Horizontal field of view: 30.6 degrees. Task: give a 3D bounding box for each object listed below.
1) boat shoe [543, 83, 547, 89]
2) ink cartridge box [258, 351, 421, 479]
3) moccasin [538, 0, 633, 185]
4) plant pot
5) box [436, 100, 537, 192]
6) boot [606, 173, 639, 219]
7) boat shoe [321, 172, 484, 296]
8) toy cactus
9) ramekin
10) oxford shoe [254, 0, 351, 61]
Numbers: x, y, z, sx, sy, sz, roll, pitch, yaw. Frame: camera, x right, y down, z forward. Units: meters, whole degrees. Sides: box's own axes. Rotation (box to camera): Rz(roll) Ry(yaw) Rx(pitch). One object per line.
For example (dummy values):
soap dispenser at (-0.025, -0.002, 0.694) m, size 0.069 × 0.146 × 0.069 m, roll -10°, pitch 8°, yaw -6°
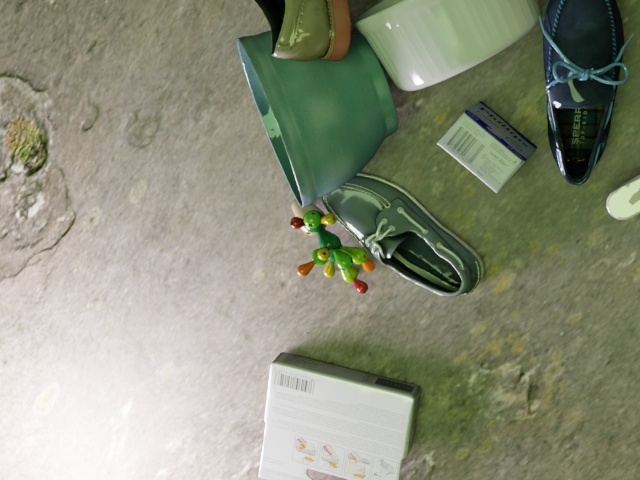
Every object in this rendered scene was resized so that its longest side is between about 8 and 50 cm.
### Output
boat shoe at (0.392, -0.306, 1.835) m, size 0.059 × 0.063 × 0.170 m, roll 15°, pitch 110°, yaw 9°
ink cartridge box at (0.032, 0.352, 2.144) m, size 0.275 × 0.060 × 0.239 m, roll 13°, pitch 109°, yaw 15°
moccasin at (0.404, -0.233, 1.756) m, size 0.137 × 0.117 × 0.342 m, roll -5°, pitch 131°, yaw 12°
plant pot at (0.007, -0.222, 1.898) m, size 0.196 × 0.293 × 0.293 m, roll -21°, pitch 98°, yaw -4°
box at (0.269, -0.153, 1.879) m, size 0.126 × 0.137 × 0.072 m, roll 41°, pitch 112°, yaw 5°
boot at (0.536, -0.094, 1.837) m, size 0.190 × 0.086 × 0.069 m, roll -24°, pitch 91°, yaw 13°
boat shoe at (0.132, -0.010, 1.987) m, size 0.319 × 0.099 × 0.116 m, roll 34°, pitch 114°, yaw 8°
toy cactus at (0.000, 0.000, 2.019) m, size 0.112 × 0.219 × 0.180 m, roll -43°, pitch 51°, yaw 8°
ramekin at (0.201, -0.341, 1.785) m, size 0.277 × 0.277 × 0.135 m, roll -24°, pitch 103°, yaw 23°
oxford shoe at (-0.054, -0.432, 1.766) m, size 0.123 × 0.130 × 0.348 m, roll 127°, pitch 132°, yaw -61°
